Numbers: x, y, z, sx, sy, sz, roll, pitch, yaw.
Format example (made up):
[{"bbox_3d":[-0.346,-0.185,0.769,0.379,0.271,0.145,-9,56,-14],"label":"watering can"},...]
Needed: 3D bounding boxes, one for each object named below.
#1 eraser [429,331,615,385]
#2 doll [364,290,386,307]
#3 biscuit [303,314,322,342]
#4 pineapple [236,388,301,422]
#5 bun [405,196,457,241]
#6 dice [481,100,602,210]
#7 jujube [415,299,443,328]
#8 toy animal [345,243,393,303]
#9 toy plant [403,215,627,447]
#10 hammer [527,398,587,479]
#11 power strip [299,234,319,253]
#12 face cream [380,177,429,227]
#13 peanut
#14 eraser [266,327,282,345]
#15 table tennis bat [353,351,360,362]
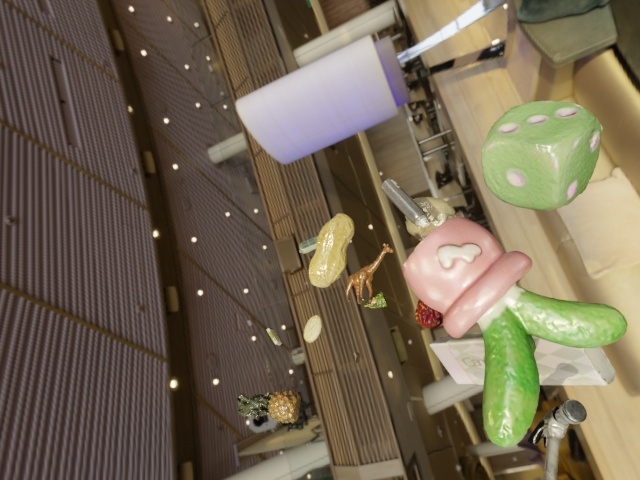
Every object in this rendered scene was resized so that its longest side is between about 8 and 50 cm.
[{"bbox_3d":[0.516,0.313,1.104,0.213,0.396,0.082,52,-131,-14],"label":"eraser"},{"bbox_3d":[0.283,0.320,2.079,0.077,0.113,0.078,52,179,5],"label":"doll"},{"bbox_3d":[-0.042,0.461,2.162,0.020,0.152,0.152,30,-143,-29],"label":"biscuit"},{"bbox_3d":[-0.205,0.646,1.629,0.128,0.247,0.128,0,-90,-80],"label":"pineapple"},{"bbox_3d":[0.562,-0.088,2.106,0.281,0.281,0.205,45,-127,-55],"label":"bun"},{"bbox_3d":[0.841,-0.330,1.588,0.322,0.330,0.318,32,153,46],"label":"dice"},{"bbox_3d":[0.285,0.173,1.060,0.129,0.077,0.077,90,177,-46],"label":"jujube"},{"bbox_3d":[0.199,0.136,1.681,0.066,0.224,0.230,27,-119,-36],"label":"toy animal"},{"bbox_3d":[0.317,0.140,0.790,0.356,0.317,0.211,48,175,19],"label":"toy plant"},{"bbox_3d":[0.402,0.492,0.731,0.427,0.044,0.152,-56,-17,-40],"label":"hammer"},{"bbox_3d":[0.000,0.000,1.964,0.080,0.226,0.029,-114,1,-65],"label":"power strip"},{"bbox_3d":[0.378,-0.163,1.840,0.284,0.073,0.073,53,-172,27],"label":"face cream"},{"bbox_3d":[0.046,0.042,1.670,0.149,0.149,0.314,19,-93,-69],"label":"peanut"},{"bbox_3d":[-0.202,0.418,1.803,0.083,0.019,0.038,48,-172,34],"label":"eraser"},{"bbox_3d":[0.179,0.570,2.031,0.050,0.007,0.083,-63,-35,-33],"label":"table tennis bat"}]
